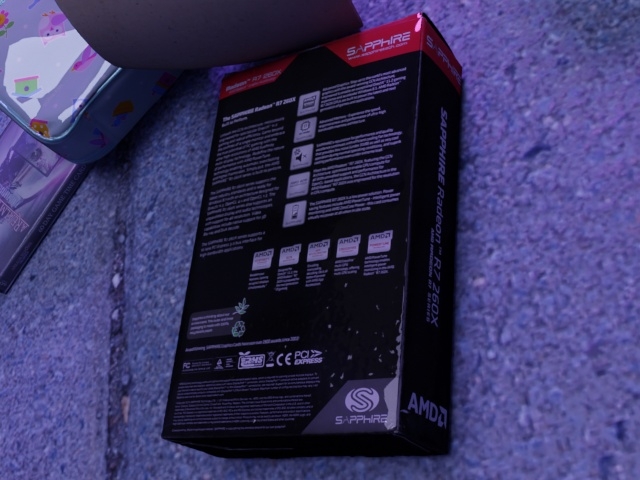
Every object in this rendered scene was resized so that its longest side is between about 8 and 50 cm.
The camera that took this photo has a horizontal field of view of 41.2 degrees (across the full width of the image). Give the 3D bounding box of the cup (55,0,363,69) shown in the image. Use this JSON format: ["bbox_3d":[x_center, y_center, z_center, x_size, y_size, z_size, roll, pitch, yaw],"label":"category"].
[{"bbox_3d":[-0.138,-0.298,0.822,0.237,0.331,0.331,-27,53,10],"label":"cup"}]

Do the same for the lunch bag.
[{"bbox_3d":[-0.277,-0.250,1.019,0.224,0.108,0.279,37,84,21],"label":"lunch bag"}]

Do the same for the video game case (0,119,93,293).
[{"bbox_3d":[-0.381,-0.088,1.111,0.196,0.026,0.274,32,86,41],"label":"video game case"}]

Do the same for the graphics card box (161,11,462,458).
[{"bbox_3d":[0.000,0.000,0.750,0.232,0.094,0.371,-10,60,31],"label":"graphics card box"}]
